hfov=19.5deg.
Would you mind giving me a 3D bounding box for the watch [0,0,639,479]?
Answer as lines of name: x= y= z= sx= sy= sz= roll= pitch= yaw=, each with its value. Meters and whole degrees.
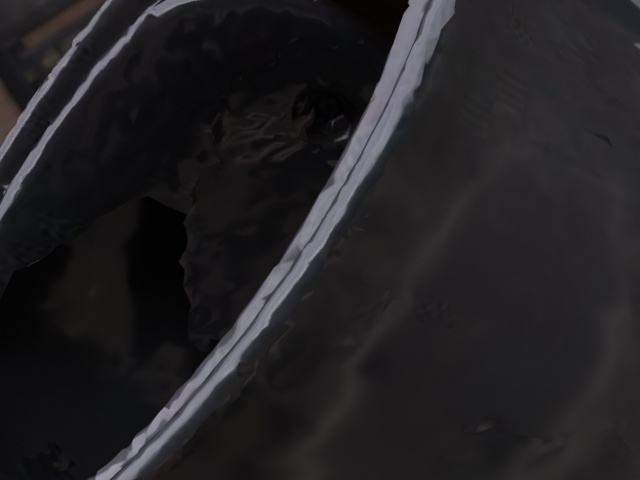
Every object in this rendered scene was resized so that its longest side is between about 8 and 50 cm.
watch: x=0.000 y=0.000 z=0.601 sx=0.335 sy=0.314 sz=0.327 roll=-2 pitch=56 yaw=60
